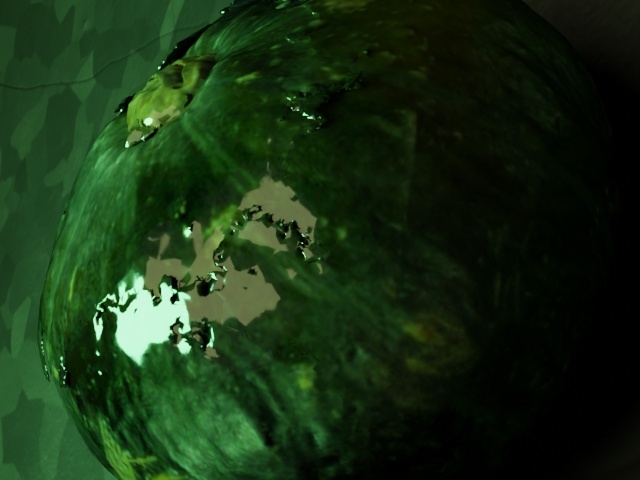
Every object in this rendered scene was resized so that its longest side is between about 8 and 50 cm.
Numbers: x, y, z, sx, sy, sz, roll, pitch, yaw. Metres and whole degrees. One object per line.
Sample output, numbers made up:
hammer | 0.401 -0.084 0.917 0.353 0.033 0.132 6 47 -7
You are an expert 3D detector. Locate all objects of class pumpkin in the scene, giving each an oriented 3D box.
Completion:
pumpkin | 0.000 0.000 0.978 0.454 0.344 0.454 -41 29 29
